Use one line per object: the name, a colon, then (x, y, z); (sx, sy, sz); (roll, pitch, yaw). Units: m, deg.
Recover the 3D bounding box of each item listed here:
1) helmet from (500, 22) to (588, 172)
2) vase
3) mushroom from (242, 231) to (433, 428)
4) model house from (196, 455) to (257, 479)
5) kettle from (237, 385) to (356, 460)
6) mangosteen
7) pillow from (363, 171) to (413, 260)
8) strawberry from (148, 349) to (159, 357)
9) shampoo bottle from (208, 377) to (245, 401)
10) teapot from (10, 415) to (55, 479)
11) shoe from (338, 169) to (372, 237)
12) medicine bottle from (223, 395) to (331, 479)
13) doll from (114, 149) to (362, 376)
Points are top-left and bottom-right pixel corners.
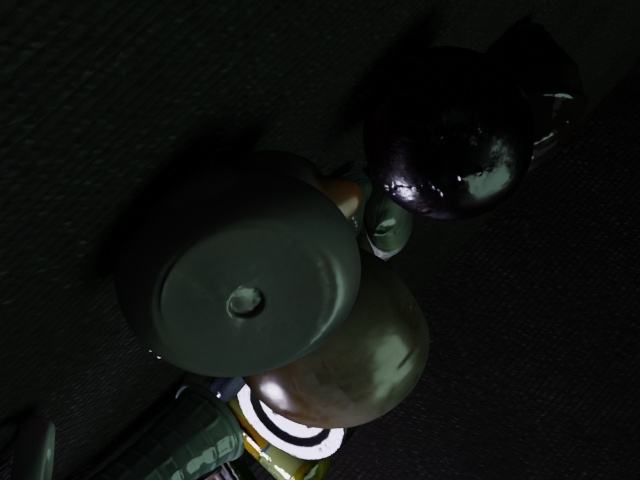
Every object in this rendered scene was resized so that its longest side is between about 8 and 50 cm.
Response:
helmet: (0.300, -0.189, 1.952); (0.305, 0.177, 0.225); (-49, 172, 3)
vase: (-0.264, 0.347, 1.784); (0.299, 0.143, 0.143); (-36, 166, -36)
mushroom: (0.011, 0.115, 1.801); (0.292, 0.292, 0.290); (-52, -161, 24)
model house: (-0.216, 0.510, 2.492); (0.154, 0.207, 0.294); (-35, 170, -3)
kettle: (0.022, 0.181, 2.222); (0.324, 0.228, 0.321); (-44, 140, -48)
mangosteen: (0.148, -0.139, 1.475); (0.211, 0.211, 0.250); (-50, -160, 15)
pillow: (0.106, -0.055, 1.885); (0.254, 0.078, 0.144); (65, 30, -79)
strawberry: (-0.113, 0.062, 1.363); (0.174, 0.098, 0.228); (-44, 171, -25)
shampoo bottle: (-0.099, 0.167, 2.004); (0.233, 0.049, 0.087); (-52, 172, 23)
teapot: (-0.329, 0.377, 1.347); (0.280, 0.252, 0.424); (-99, -162, -59)
shoe: (0.000, 0.000, 1.617); (0.251, 0.100, 0.103); (-38, 166, -34)
medicine bottle: (-0.086, 0.383, 2.374); (0.124, 0.239, 0.124); (-43, 168, -12)
doll: (-0.074, 0.005, 1.158); (0.251, 0.221, 0.221); (-25, 170, 0)
